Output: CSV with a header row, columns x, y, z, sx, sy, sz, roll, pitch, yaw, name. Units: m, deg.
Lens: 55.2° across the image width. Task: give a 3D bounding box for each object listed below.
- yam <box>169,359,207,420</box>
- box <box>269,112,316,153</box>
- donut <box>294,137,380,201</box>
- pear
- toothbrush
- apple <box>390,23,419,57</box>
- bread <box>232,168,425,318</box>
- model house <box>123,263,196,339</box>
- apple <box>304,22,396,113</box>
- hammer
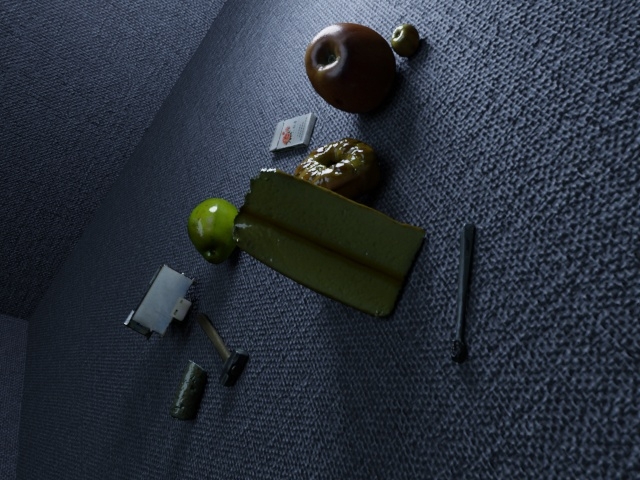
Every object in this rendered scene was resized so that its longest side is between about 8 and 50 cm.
x,y,z,sx,sy,sz,roll,pitch,yaw,name
-0.406,0.466,1.897,0.078,0.078,0.179,3,70,53,yam
-0.094,-0.349,2.012,0.198,0.029,0.109,-1,69,52,box
0.045,-0.175,1.590,0.226,0.114,0.227,-18,34,13,donut
-0.348,-0.030,2.019,0.187,0.187,0.220,-28,43,42,pear
0.287,0.098,1.240,0.030,0.030,0.297,0,66,25,toothbrush
0.228,-0.543,1.662,0.084,0.071,0.084,-31,48,41,apple
0.000,0.000,1.389,0.245,0.361,0.233,19,85,58,bread
-0.561,0.240,2.153,0.206,0.178,0.271,-42,23,54,model house
0.077,-0.473,1.682,0.253,0.253,0.254,-30,48,40,apple
-0.324,0.319,1.914,0.111,0.043,0.365,-63,32,6,hammer
